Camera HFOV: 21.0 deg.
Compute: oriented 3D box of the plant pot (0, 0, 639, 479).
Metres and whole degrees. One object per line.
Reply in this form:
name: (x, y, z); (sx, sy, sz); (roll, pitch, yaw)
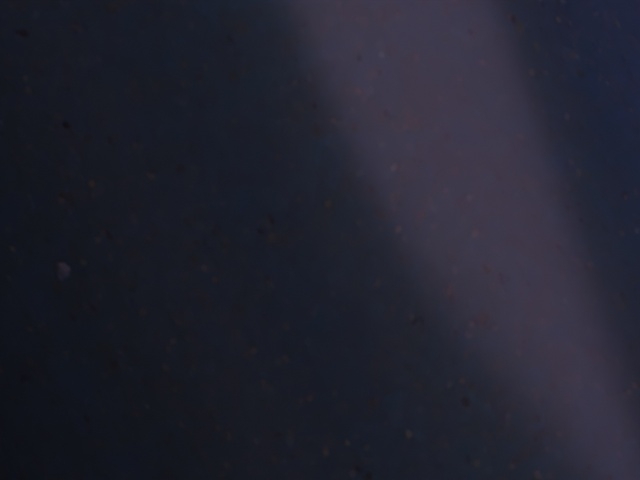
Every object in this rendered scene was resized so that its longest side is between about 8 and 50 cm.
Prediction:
plant pot: (0.000, 0.000, 0.490); (0.341, 0.341, 0.334); (-20, 81, -36)
